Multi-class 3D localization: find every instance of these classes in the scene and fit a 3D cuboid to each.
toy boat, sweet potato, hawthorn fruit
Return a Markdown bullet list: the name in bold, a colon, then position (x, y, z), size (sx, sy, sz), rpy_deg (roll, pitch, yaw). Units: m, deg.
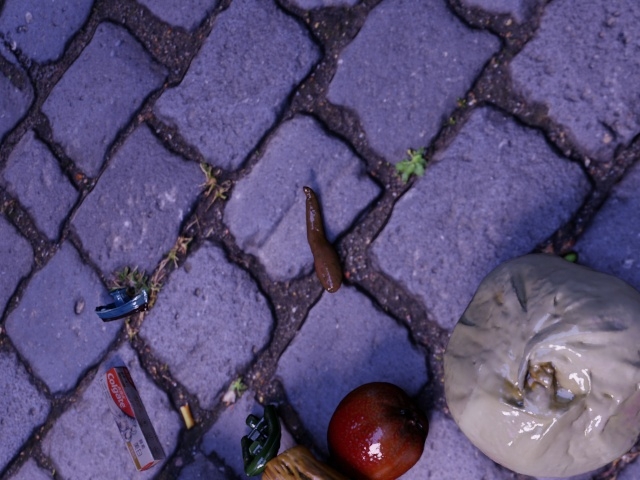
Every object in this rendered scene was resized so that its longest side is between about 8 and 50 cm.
- **toy boat**: position (-0.108, 0.369, 1.641), size (0.052, 0.210, 0.104), rpy_deg (39, 94, -12)
- **toy boat**: position (-0.415, 0.130, 1.886), size (0.137, 0.060, 0.061), rpy_deg (-14, 100, 29)
- **sweet potato**: position (0.000, 0.000, 1.693), size (0.050, 0.050, 0.214), rpy_deg (-24, 70, 23)
- **hawthorn fruit**: position (0.087, 0.335, 1.548), size (0.188, 0.169, 0.169), rpy_deg (-31, 71, 26)

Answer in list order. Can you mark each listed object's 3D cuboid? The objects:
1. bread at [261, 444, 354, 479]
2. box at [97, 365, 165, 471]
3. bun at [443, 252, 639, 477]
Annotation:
- **bread**: position (0.006, 0.445, 1.545), size (0.210, 0.235, 0.099), rpy_deg (33, 70, 22)
- **box**: position (-0.391, 0.366, 1.860), size (0.055, 0.039, 0.218), rpy_deg (-35, 70, 21)
- **bun**: position (0.355, 0.190, 1.393), size (0.360, 0.213, 0.361), rpy_deg (-2, 85, 26)
